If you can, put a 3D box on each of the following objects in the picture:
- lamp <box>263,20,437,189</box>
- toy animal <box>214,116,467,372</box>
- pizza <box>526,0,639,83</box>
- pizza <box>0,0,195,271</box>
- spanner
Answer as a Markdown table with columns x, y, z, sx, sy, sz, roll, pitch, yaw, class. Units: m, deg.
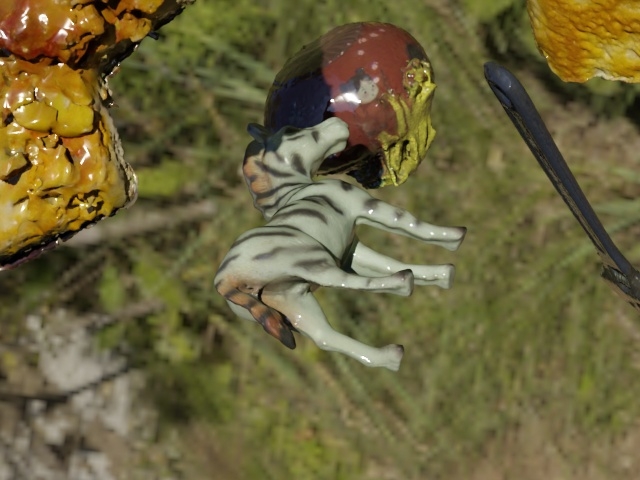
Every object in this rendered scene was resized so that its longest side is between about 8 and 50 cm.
| x | y | z | sx | sy | sz | roll | pitch | yaw | class |
| --- | --- | --- | --- | --- | --- | --- | --- | --- | --- |
| 0.030 | -0.110 | 1.547 | 0.156 | 0.135 | 0.157 | -31 | 20 | 8 | lamp |
| 0.018 | 0.001 | 1.285 | 0.255 | 0.170 | 0.090 | -81 | -2 | -64 | toy animal |
| 0.299 | -0.186 | 1.462 | 0.297 | 0.189 | 0.071 | 14 | 56 | 35 | pizza |
| -0.165 | -0.113 | 1.034 | 0.305 | 0.161 | 0.085 | -68 | -17 | 12 | pizza |
| 0.125 | -0.018 | 0.876 | 0.012 | 0.208 | 0.046 | -42 | 43 | -3 | spanner |
